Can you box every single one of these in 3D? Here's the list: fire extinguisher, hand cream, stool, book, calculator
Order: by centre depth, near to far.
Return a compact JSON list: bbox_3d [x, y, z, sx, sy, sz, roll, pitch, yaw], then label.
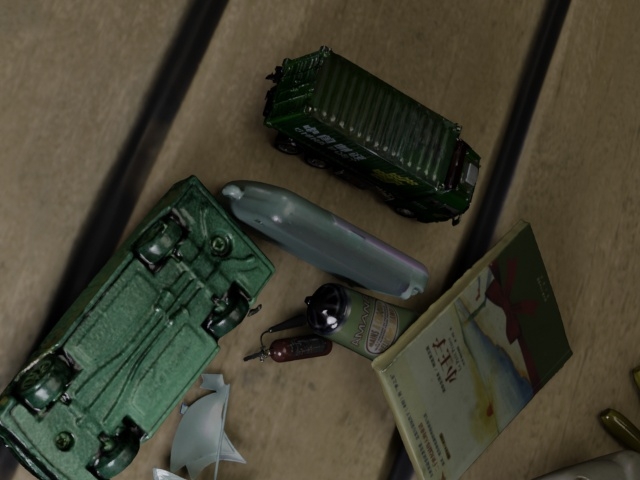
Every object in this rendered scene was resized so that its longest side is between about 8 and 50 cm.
[{"bbox_3d":[0.000,0.000,1.473,0.246,0.141,0.045,28,82,-29],"label":"calculator"},{"bbox_3d":[-0.032,0.102,1.501,0.100,0.032,0.046,-4,97,-42],"label":"fire extinguisher"},{"bbox_3d":[0.070,0.099,1.558,0.235,0.055,0.086,26,73,-43],"label":"hand cream"},{"bbox_3d":[0.178,0.133,1.626,0.289,0.026,0.201,-43,125,-33],"label":"book"},{"bbox_3d":[0.426,0.221,1.770,0.135,0.134,0.110,-34,106,13],"label":"stool"}]

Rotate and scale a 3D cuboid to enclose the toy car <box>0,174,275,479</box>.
[{"bbox_3d":[-0.174,0.096,1.359,0.141,0.097,0.321,49,58,-21],"label":"toy car"}]

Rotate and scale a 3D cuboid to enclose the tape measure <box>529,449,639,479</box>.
[{"bbox_3d":[0.329,0.374,1.618,0.265,0.130,0.258,0,71,-55],"label":"tape measure"}]

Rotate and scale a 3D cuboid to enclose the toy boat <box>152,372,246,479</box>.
[{"bbox_3d":[-0.120,0.207,1.422,0.105,0.034,0.149,-5,87,-38],"label":"toy boat"}]

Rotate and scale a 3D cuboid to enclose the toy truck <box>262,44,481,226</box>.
[{"bbox_3d":[0.060,-0.104,1.541,0.259,0.121,0.088,27,69,-30],"label":"toy truck"}]
